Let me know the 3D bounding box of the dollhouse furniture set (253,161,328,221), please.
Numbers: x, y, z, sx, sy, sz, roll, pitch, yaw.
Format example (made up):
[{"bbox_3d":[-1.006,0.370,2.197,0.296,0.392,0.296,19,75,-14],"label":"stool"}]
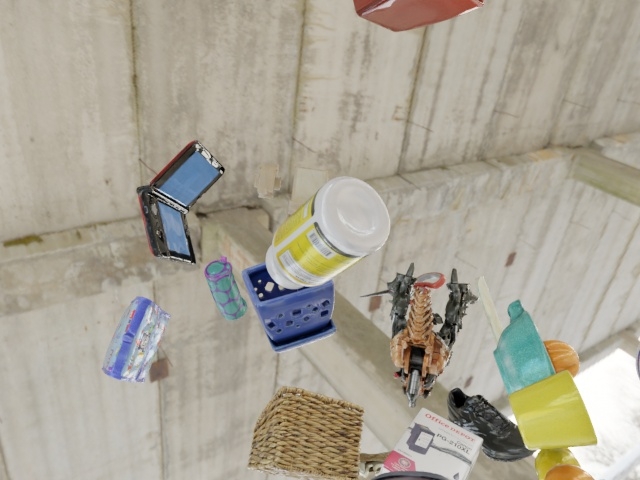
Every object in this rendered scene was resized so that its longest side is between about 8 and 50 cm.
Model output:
[{"bbox_3d":[-0.072,-0.040,1.665,0.303,0.173,0.355,8,-45,-5],"label":"dollhouse furniture set"}]

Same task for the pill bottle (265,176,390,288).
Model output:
[{"bbox_3d":[0.000,0.000,1.267,0.188,0.187,0.334,-9,-17,-35],"label":"pill bottle"}]

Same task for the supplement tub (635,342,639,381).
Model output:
[{"bbox_3d":[0.865,0.303,1.141,0.241,0.241,0.331,-58,-11,8],"label":"supplement tub"}]

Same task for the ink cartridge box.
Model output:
[{"bbox_3d":[0.267,0.540,1.271,0.237,0.172,0.100,-31,-44,-51],"label":"ink cartridge box"}]

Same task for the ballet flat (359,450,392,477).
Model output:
[{"bbox_3d":[0.160,0.697,1.630,0.206,0.067,0.073,-19,-63,25],"label":"ballet flat"}]

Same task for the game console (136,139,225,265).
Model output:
[{"bbox_3d":[-0.162,-0.040,0.665,0.085,0.124,0.144,-16,-8,2],"label":"game console"}]

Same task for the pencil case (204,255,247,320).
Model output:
[{"bbox_3d":[-0.218,0.114,1.218,0.151,0.065,0.070,79,-150,-42],"label":"pencil case"}]

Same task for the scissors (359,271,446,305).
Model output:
[{"bbox_3d":[0.200,0.120,1.318,0.109,0.297,0.021,-44,-77,-19],"label":"scissors"}]

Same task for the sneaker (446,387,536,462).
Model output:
[{"bbox_3d":[0.437,0.482,1.391,0.109,0.286,0.130,-23,-72,-31],"label":"sneaker"}]

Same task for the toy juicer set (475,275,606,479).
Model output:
[{"bbox_3d":[0.271,0.182,0.627,0.090,0.329,0.209,-20,-76,13],"label":"toy juicer set"}]

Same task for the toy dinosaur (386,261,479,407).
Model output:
[{"bbox_3d":[0.186,0.168,0.912,0.322,0.164,0.218,113,176,-60],"label":"toy dinosaur"}]

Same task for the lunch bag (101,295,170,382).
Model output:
[{"bbox_3d":[-0.536,0.280,1.495,0.138,0.293,0.220,21,-107,-8],"label":"lunch bag"}]

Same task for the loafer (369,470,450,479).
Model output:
[{"bbox_3d":[0.070,0.441,0.821,0.303,0.095,0.109,-21,-74,25],"label":"loafer"}]

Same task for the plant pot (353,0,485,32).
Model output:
[{"bbox_3d":[0.212,-0.673,1.301,0.267,0.236,0.267,-4,-101,-46],"label":"plant pot"}]

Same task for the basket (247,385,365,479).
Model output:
[{"bbox_3d":[-0.045,0.574,1.536,0.299,0.223,0.213,21,-32,-24],"label":"basket"}]

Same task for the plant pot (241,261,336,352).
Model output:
[{"bbox_3d":[-0.087,0.192,1.602,0.236,0.236,0.212,-18,-61,-12],"label":"plant pot"}]
